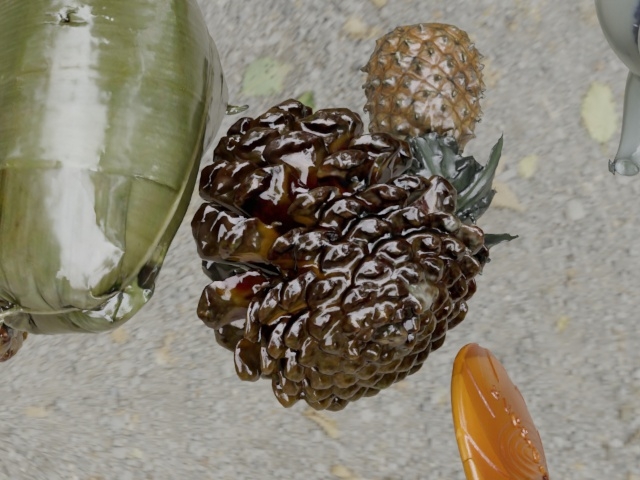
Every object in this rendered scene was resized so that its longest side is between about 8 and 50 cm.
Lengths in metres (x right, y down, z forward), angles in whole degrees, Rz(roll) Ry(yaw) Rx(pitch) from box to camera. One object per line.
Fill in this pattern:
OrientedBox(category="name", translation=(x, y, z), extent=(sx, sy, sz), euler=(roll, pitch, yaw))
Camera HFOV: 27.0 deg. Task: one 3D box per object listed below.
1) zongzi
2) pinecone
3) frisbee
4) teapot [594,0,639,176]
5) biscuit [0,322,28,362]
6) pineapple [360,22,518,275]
OrientedBox(category="zongzi", translation=(-0.168, -0.022, 1.135), extent=(0.181, 0.418, 0.447), euler=(-2, 70, 16))
OrientedBox(category="pinecone", translation=(-0.003, 0.001, 1.144), extent=(0.246, 0.292, 0.246), euler=(-12, 126, -16))
OrientedBox(category="frisbee", translation=(0.156, 0.172, 1.067), extent=(0.035, 0.192, 0.192), euler=(-20, 89, 21))
OrientedBox(category="teapot", translation=(0.383, -0.227, 1.250), extent=(0.252, 0.424, 0.280), euler=(22, 48, -4))
OrientedBox(category="biscuit", translation=(-0.360, -0.009, 1.440), extent=(0.081, 0.334, 0.289), euler=(-5, 105, 10))
OrientedBox(category="pineapple", translation=(0.138, -0.082, 1.567), extent=(0.165, 0.165, 0.364), euler=(4, 58, -16))
